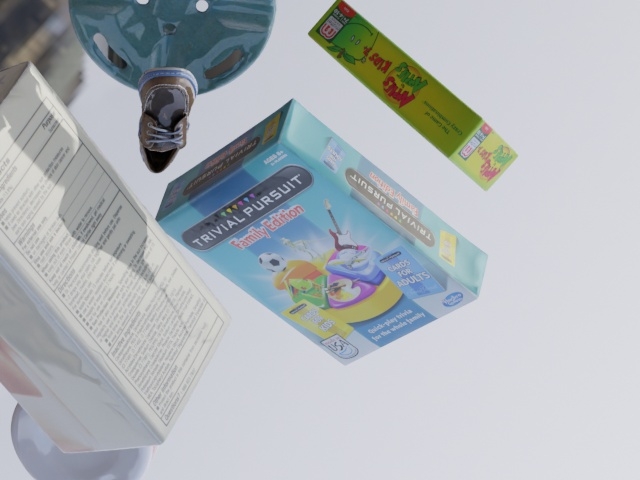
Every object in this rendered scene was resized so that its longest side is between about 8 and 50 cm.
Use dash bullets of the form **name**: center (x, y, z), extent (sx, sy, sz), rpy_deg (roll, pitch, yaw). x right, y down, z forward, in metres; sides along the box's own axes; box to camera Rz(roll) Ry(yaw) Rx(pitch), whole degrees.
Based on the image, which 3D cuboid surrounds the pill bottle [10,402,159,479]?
- **pill bottle**: center (-0.237, 0.162, 2.058), extent (0.161, 0.161, 0.283), rpy_deg (-35, -167, 24)

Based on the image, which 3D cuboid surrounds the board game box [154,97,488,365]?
- **board game box**: center (0.000, 0.000, 2.234), extent (0.254, 0.336, 0.079), rpy_deg (-31, -149, 41)

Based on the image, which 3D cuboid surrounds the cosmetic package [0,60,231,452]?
- **cosmetic package**: center (-0.222, 0.021, 1.447), extent (0.129, 0.296, 0.153), rpy_deg (-10, -143, 38)

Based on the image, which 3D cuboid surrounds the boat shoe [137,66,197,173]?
- **boat shoe**: center (-0.172, -0.133, 2.002), extent (0.183, 0.066, 0.066), rpy_deg (104, -15, -67)

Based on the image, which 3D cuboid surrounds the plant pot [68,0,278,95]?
- **plant pot**: center (-0.184, -0.365, 2.282), extent (0.341, 0.341, 0.334), rpy_deg (-38, -156, 19)

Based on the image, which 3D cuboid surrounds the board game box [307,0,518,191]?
- **board game box**: center (0.077, -0.123, 1.496), extent (0.043, 0.092, 0.181), rpy_deg (-48, -119, 4)
